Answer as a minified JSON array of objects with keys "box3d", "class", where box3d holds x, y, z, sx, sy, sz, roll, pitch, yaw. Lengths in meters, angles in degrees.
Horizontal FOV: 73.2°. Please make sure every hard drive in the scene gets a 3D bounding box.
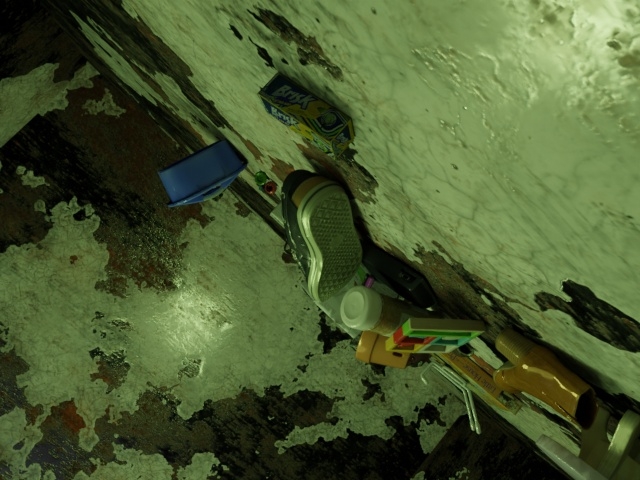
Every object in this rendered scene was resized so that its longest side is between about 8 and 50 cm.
[{"box3d":[0.213,0.101,1.266,0.255,0.054,0.172,34,170,42],"class":"hard drive"}]

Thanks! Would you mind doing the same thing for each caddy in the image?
[{"box3d":[-0.447,-0.244,1.642,0.179,0.342,0.241,64,165,-21],"class":"caddy"}]

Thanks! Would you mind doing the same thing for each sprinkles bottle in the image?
[{"box3d":[0.225,0.232,1.275,0.356,0.121,0.121,22,-175,-35],"class":"sprinkles bottle"}]

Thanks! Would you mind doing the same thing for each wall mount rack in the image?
[{"box3d":[0.565,0.645,1.810,0.304,0.130,0.350,39,174,23],"class":"wall mount rack"}]

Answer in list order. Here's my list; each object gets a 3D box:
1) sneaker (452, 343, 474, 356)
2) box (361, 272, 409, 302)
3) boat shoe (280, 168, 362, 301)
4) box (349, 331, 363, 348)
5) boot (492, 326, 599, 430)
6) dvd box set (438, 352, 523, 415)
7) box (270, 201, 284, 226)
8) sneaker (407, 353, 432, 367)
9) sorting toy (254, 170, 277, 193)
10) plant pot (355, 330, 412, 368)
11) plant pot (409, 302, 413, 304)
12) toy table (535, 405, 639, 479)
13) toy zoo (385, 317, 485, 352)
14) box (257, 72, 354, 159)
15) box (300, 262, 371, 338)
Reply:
[{"box3d":[0.434,0.321,1.434,0.188,0.066,0.071,38,156,-12],"class":"sneaker"},{"box3d":[0.203,0.185,1.397,0.162,0.115,0.029,22,-156,1],"class":"box"},{"box3d":[0.000,0.000,1.177,0.156,0.187,0.499,44,161,32],"class":"boat shoe"},{"box3d":[0.247,0.420,2.053,0.060,0.269,0.216,11,155,33],"class":"box"},{"box3d":[0.490,0.331,0.943,0.211,0.104,0.295,47,171,47],"class":"boot"},{"box3d":[0.589,0.531,1.767,0.420,0.062,0.307,40,173,15],"class":"dvd box set"},{"box3d":[-0.137,-0.104,1.724,0.101,0.087,0.102,43,173,-7],"class":"box"},{"box3d":[0.435,0.514,2.048,0.281,0.162,0.106,45,171,-27],"class":"sneaker"},{"box3d":[-0.201,-0.213,1.612,0.102,0.061,0.042,48,-153,7],"class":"sorting toy"},{"box3d":[0.301,0.409,1.824,0.204,0.290,0.291,22,166,18],"class":"plant pot"},{"box3d":[0.324,0.314,1.601,0.237,0.032,0.236,28,143,24],"class":"plant pot"},{"box3d":[0.615,0.458,0.884,0.274,0.161,0.252,36,171,39],"class":"toy table"},{"box3d":[0.296,0.271,1.184,0.193,0.030,0.293,4,153,-6],"class":"toy zoo"},{"box3d":[-0.025,-0.210,0.724,0.169,0.054,0.059,38,172,21],"class":"box"},{"box3d":[0.107,0.173,1.490,0.262,0.231,0.127,46,180,-36],"class":"box"}]
